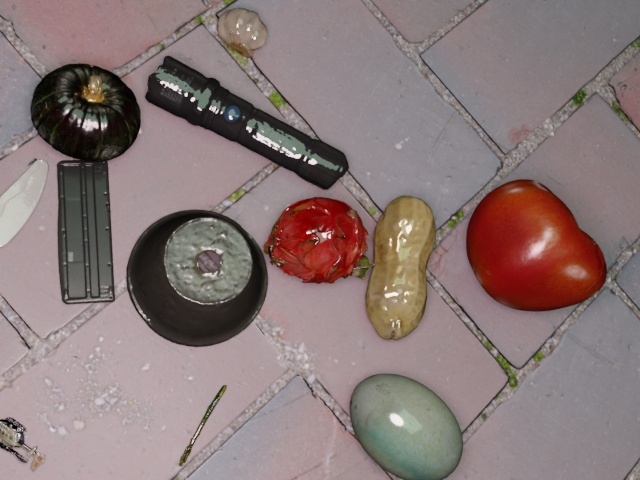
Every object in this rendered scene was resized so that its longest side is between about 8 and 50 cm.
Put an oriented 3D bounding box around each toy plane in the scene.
[{"bbox_3d":[-0.519,0.340,1.311,0.121,0.031,0.049,36,75,-3],"label":"toy plane"}]

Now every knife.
[{"bbox_3d":[-0.595,-0.017,1.373,0.081,0.043,0.336,44,67,-8],"label":"knife"}]

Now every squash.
[{"bbox_3d":[-0.428,-0.234,1.416,0.193,0.156,0.193,8,77,-40],"label":"squash"}]

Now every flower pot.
[{"bbox_3d":[-0.212,0.055,1.401,0.269,0.166,0.268,4,77,-16],"label":"flower pot"}]

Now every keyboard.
[{"bbox_3d":[-0.427,0.032,1.415,0.104,0.041,0.380,-2,71,-16],"label":"keyboard"}]

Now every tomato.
[{"bbox_3d":[0.416,0.023,1.550,0.226,0.298,0.298,-40,90,12],"label":"tomato"}]

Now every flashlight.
[{"bbox_3d":[-0.142,-0.223,1.528,0.424,0.103,0.103,27,71,-9],"label":"flashlight"}]

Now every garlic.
[{"bbox_3d":[-0.159,-0.439,1.586,0.113,0.074,0.094,24,80,6],"label":"garlic"}]

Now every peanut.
[{"bbox_3d":[0.157,0.055,1.531,0.130,0.130,0.290,12,80,-13],"label":"peanut"}]

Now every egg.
[{"bbox_3d":[0.158,0.348,1.433,0.237,0.169,0.169,37,70,-3],"label":"egg"}]

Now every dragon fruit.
[{"bbox_3d":[0.000,0.000,1.473,0.210,0.172,0.172,11,73,-25],"label":"dragon fruit"}]

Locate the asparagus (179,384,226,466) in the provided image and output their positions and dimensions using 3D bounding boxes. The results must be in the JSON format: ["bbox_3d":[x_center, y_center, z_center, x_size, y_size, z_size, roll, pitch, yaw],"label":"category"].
[{"bbox_3d":[-0.215,0.336,1.410,0.016,0.013,0.166,29,70,4],"label":"asparagus"}]
